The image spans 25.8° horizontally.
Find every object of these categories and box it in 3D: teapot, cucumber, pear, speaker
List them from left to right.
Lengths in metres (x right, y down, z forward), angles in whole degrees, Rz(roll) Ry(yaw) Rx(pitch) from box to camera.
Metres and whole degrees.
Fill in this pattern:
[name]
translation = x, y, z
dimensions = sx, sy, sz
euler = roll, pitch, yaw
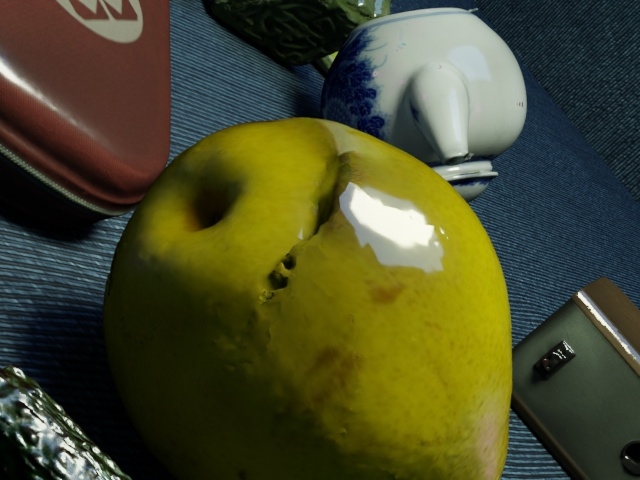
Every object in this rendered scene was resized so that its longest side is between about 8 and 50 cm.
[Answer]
[cucumber]
translation = -0.099, 0.195, 0.806
dimensions = 0.293, 0.067, 0.067
euler = 46, 19, -1
[pear]
translation = 0.004, 0.070, 0.975
dimensions = 0.285, 0.285, 0.336
euler = 57, 7, 29
[teapot]
translation = 0.130, -0.134, 1.716
dimensions = 0.424, 0.252, 0.280
euler = 165, -84, -87
[speaker]
translation = 0.334, 0.180, 1.604
dimensions = 0.231, 0.153, 0.192
euler = 50, 19, 10

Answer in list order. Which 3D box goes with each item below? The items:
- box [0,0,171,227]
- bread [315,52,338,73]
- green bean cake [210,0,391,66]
[box]
translation = -0.232, -0.190, 1.149
dimensions = 0.263, 0.108, 0.404
euler = 36, 31, -34
[bread]
translation = 0.040, -0.261, 2.055
dimensions = 0.228, 0.033, 0.228
euler = 40, 22, -20
[green bean cake]
translation = -0.025, -0.309, 1.784
dimensions = 0.185, 0.183, 0.094
euler = 28, 57, -43
